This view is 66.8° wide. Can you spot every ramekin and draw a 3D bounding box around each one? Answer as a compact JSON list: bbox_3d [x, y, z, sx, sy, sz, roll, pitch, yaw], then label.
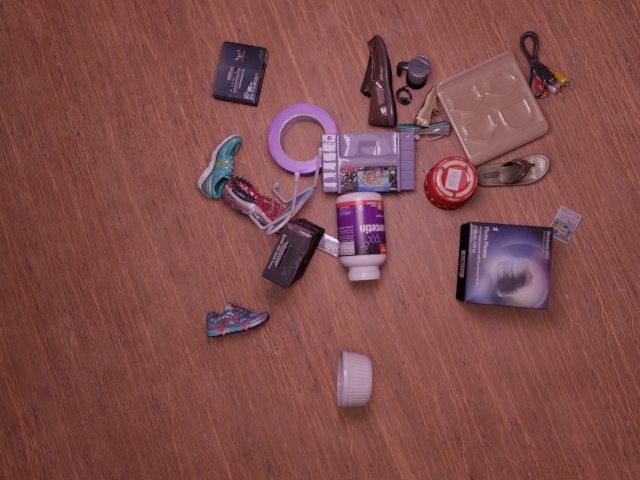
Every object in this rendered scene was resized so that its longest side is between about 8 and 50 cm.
[{"bbox_3d":[0.126,0.519,1.806,0.109,0.207,0.207,4,88,-3],"label":"ramekin"}]

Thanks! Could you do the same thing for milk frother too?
[{"bbox_3d":[0.354,-0.611,1.863,0.129,0.135,0.143,-3,87,6],"label":"milk frother"}]

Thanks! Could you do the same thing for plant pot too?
[{"bbox_3d":[0.493,-0.215,1.813,0.191,0.174,0.191,0,88,4],"label":"plant pot"}]

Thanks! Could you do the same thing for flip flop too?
[{"bbox_3d":[0.727,-0.264,1.835,0.277,0.080,0.112,-7,87,6],"label":"flip flop"}]

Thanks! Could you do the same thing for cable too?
[{"bbox_3d":[0.833,-0.660,1.870,0.139,0.072,0.287,-32,72,21],"label":"cable"}]

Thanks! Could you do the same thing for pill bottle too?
[{"bbox_3d":[0.156,-0.014,1.833,0.181,0.181,0.323,-5,87,6],"label":"pill bottle"}]

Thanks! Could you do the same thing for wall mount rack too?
[{"bbox_3d":[-0.103,-0.178,1.769,0.304,0.350,0.130,-28,108,38],"label":"wall mount rack"}]

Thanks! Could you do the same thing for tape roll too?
[{"bbox_3d":[-0.065,-0.394,1.920,0.274,0.090,0.275,0,87,7],"label":"tape roll"}]

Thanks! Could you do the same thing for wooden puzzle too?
[{"bbox_3d":[0.649,-0.499,1.858,0.322,0.080,0.348,-24,90,3],"label":"wooden puzzle"}]

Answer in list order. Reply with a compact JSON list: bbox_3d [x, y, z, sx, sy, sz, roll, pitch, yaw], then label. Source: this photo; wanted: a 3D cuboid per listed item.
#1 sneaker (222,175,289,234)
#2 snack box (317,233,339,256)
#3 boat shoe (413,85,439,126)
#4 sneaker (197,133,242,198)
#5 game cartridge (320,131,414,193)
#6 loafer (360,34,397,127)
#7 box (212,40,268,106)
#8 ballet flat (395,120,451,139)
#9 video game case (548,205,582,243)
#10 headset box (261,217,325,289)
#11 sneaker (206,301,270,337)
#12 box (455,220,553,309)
[{"bbox_3d":[-0.253,-0.127,1.926,0.299,0.121,0.112,40,128,-3],"label":"sneaker"},{"bbox_3d":[0.000,0.000,1.928,0.178,0.022,0.064,26,91,7],"label":"snack box"},{"bbox_3d":[0.425,-0.509,1.868,0.072,0.068,0.190,24,71,10],"label":"boat shoe"},{"bbox_3d":[-0.380,-0.292,1.935,0.110,0.107,0.275,35,102,22],"label":"sneaker"},{"bbox_3d":[0.181,-0.294,1.843,0.354,0.068,0.230,-2,92,-2],"label":"game cartridge"},{"bbox_3d":[0.212,-0.613,1.877,0.130,0.134,0.366,-8,83,15],"label":"loafer"},{"bbox_3d":[-0.325,-0.677,1.974,0.183,0.059,0.233,13,88,8],"label":"box"},{"bbox_3d":[0.398,-0.422,1.886,0.213,0.072,0.068,-3,117,8],"label":"ballet flat"},{"bbox_3d":[0.923,-0.059,1.841,0.087,0.011,0.122,29,90,6],"label":"video game case"},{"bbox_3d":[-0.098,0.042,1.786,0.110,0.293,0.218,27,101,6],"label":"headset box"},{"bbox_3d":[-0.332,0.301,1.909,0.261,0.104,0.125,-13,84,5],"label":"sneaker"},{"bbox_3d":[0.669,0.088,1.777,0.293,0.183,0.297,4,88,5],"label":"box"}]
